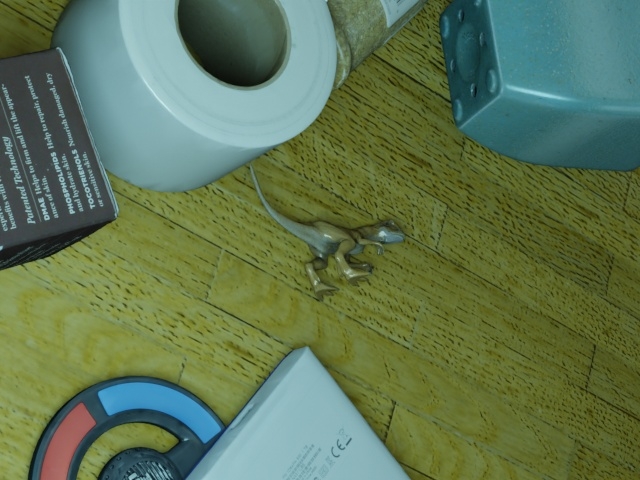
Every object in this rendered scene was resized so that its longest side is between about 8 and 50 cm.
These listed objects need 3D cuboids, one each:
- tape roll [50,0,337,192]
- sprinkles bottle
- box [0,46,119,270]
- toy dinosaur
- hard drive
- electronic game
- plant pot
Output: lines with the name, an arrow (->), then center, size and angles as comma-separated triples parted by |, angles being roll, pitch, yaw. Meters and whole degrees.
tape roll -> -0.128, -0.186, 1.581 | 0.246, 0.169, 0.246 | 10, 71, -30
sprinkles bottle -> 0.078, -0.309, 1.784 | 0.121, 0.121, 0.355 | 51, 55, -10
box -> -0.324, -0.055, 1.410 | 0.203, 0.168, 0.167 | -17, 87, -36
toy dinosaur -> 0.000, 0.000, 1.688 | 0.211, 0.064, 0.112 | 13, 50, -40
hard drive -> 0.018, 0.294, 1.585 | 0.319, 0.040, 0.210 | 53, 49, -15
electronic game -> -0.170, 0.242, 1.498 | 0.229, 0.048, 0.229 | 10, 71, -31
plant pot -> 0.282, -0.223, 1.830 | 0.252, 0.248, 0.247 | -3, 78, -18
